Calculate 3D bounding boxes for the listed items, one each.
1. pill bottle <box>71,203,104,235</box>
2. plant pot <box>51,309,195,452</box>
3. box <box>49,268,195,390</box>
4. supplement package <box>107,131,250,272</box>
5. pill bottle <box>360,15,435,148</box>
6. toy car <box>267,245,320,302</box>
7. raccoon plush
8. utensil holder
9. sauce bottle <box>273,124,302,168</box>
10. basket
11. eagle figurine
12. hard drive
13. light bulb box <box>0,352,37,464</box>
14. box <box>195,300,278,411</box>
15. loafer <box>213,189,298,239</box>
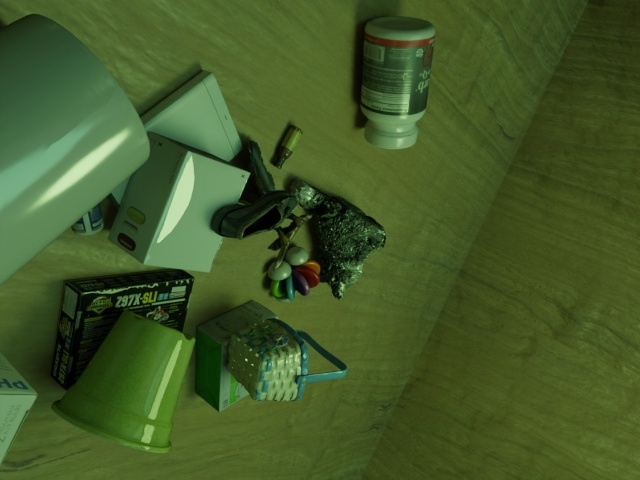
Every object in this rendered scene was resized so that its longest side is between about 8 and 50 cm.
[{"bbox_3d":[-0.501,-0.076,1.212,0.067,0.067,0.120,-30,135,-39],"label":"pill bottle"},{"bbox_3d":[-0.418,0.306,1.310,0.276,0.276,0.253,43,65,-55],"label":"plant pot"},{"bbox_3d":[-0.482,0.209,1.426,0.322,0.079,0.257,-6,115,-51],"label":"box"},{"bbox_3d":[-0.317,-0.080,1.301,0.204,0.145,0.261,14,101,-56],"label":"supplement package"},{"bbox_3d":[0.231,-0.485,1.776,0.210,0.210,0.362,-31,135,-38],"label":"pill bottle"},{"bbox_3d":[-0.075,0.124,1.851,0.182,0.136,0.159,-39,140,-31],"label":"toy car"},{"bbox_3d":[0.000,0.000,1.898,0.446,0.216,0.299,29,103,-29],"label":"raccoon plush"},{"bbox_3d":[-0.525,-0.131,0.926,0.385,0.328,0.327,-48,144,-26],"label":"utensil holder"},{"bbox_3d":[-0.096,-0.266,1.644,0.128,0.042,0.042,-60,146,0],"label":"sauce bottle"},{"bbox_3d":[-0.098,0.338,1.644,0.289,0.255,0.201,2,106,-40],"label":"basket"},{"bbox_3d":[-0.167,-0.104,1.568,0.298,0.225,0.226,38,37,-28],"label":"eagle figurine"},{"bbox_3d":[-0.349,-0.203,1.346,0.353,0.047,0.233,-45,143,-24],"label":"hard drive"},{"bbox_3d":[-0.711,0.309,0.935,0.225,0.361,0.357,26,92,-56],"label":"light bulb box"},{"bbox_3d":[-0.256,0.354,1.778,0.231,0.127,0.261,-24,130,-44],"label":"box"},{"bbox_3d":[-0.134,-0.051,1.371,0.267,0.084,0.096,-24,133,-49],"label":"loafer"}]
